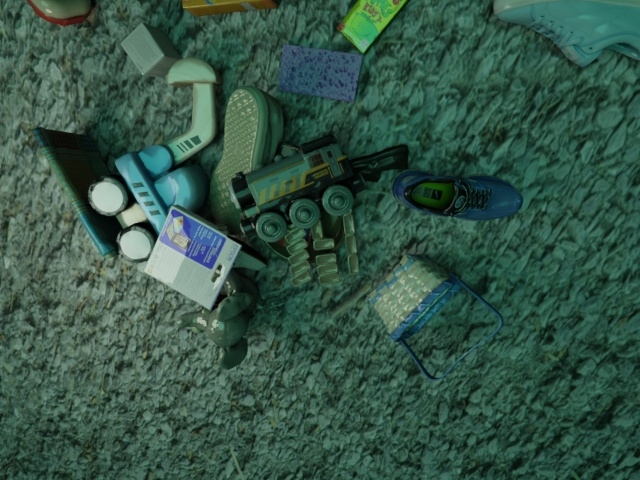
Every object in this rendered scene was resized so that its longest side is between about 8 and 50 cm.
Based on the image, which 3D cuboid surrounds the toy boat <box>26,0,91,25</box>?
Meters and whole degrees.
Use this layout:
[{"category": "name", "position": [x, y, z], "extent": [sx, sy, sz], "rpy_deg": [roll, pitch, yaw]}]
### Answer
[{"category": "toy boat", "position": [-0.746, -0.668, 1.167], "extent": [0.231, 0.151, 0.151], "rpy_deg": [52, 138, -6]}]

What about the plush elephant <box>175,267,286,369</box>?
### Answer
[{"category": "plush elephant", "position": [-0.291, 0.215, 1.260], "extent": [0.330, 0.255, 0.272], "rpy_deg": [9, 108, 9]}]

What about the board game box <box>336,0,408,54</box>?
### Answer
[{"category": "board game box", "position": [0.135, -0.560, 1.051], "extent": [0.092, 0.043, 0.181], "rpy_deg": [43, 110, -3]}]

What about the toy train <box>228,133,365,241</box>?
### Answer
[{"category": "toy train", "position": [-0.061, -0.128, 1.074], "extent": [0.334, 0.142, 0.190], "rpy_deg": [-22, 106, 4]}]

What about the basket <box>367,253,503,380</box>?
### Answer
[{"category": "basket", "position": [0.295, 0.187, 1.143], "extent": [0.255, 0.201, 0.289], "rpy_deg": [-48, 61, 21]}]

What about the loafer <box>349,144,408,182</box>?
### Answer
[{"category": "loafer", "position": [0.132, -0.187, 1.144], "extent": [0.220, 0.080, 0.078], "rpy_deg": [-16, 102, 15]}]

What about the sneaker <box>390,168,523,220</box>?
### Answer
[{"category": "sneaker", "position": [0.347, -0.100, 1.082], "extent": [0.330, 0.147, 0.130], "rpy_deg": [4, 108, -2]}]

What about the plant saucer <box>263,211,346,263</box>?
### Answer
[{"category": "plant saucer", "position": [-0.052, -0.068, 1.240], "extent": [0.278, 0.041, 0.278], "rpy_deg": [3, 107, 11]}]

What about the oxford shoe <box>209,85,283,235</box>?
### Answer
[{"category": "oxford shoe", "position": [-0.199, -0.202, 1.183], "extent": [0.169, 0.130, 0.449], "rpy_deg": [34, 126, 20]}]

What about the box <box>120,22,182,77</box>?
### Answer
[{"category": "box", "position": [-0.451, -0.507, 1.157], "extent": [0.087, 0.101, 0.102], "rpy_deg": [-31, 98, 18]}]

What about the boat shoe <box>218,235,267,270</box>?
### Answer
[{"category": "boat shoe", "position": [-0.280, 0.038, 1.233], "extent": [0.277, 0.098, 0.096], "rpy_deg": [28, 98, -35]}]

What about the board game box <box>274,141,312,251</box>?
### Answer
[{"category": "board game box", "position": [-0.070, -0.115, 1.195], "extent": [0.145, 0.027, 0.281], "rpy_deg": [16, 109, 7]}]

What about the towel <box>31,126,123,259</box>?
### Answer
[{"category": "towel", "position": [-0.635, -0.135, 1.223], "extent": [0.040, 0.271, 0.370], "rpy_deg": [-24, 100, 1]}]

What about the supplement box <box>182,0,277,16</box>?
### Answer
[{"category": "supplement box", "position": [-0.231, -0.627, 1.090], "extent": [0.233, 0.080, 0.078], "rpy_deg": [0, 104, 14]}]

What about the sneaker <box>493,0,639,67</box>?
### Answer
[{"category": "sneaker", "position": [0.562, -0.465, 0.945], "extent": [0.366, 0.135, 0.150], "rpy_deg": [9, 105, 10]}]

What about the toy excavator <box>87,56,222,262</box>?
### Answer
[{"category": "toy excavator", "position": [-0.404, -0.216, 1.203], "extent": [0.445, 0.222, 0.433], "rpy_deg": [-26, 102, 4]}]

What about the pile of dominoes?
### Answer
[{"category": "pile of dominoes", "position": [0.000, 0.000, 1.204], "extent": [0.196, 0.040, 0.251], "rpy_deg": [-8, 103, -1]}]

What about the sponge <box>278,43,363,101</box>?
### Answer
[{"category": "sponge", "position": [-0.002, -0.436, 1.124], "extent": [0.210, 0.031, 0.117], "rpy_deg": [12, 108, 8]}]

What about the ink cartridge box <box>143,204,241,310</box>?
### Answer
[{"category": "ink cartridge box", "position": [-0.326, 0.044, 1.115], "extent": [0.208, 0.045, 0.206], "rpy_deg": [30, 106, 3]}]
